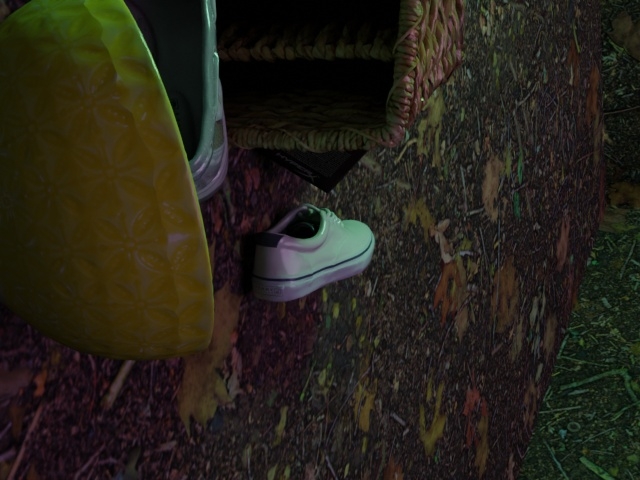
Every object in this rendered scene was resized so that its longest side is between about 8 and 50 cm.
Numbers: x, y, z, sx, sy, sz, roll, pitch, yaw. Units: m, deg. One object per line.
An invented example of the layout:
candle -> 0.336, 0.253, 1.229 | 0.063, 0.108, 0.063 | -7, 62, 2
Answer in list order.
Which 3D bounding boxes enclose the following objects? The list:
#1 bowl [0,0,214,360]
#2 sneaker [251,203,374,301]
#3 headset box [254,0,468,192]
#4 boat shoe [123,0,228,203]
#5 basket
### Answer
bowl -> -0.200, -0.033, 0.835 | 0.156, 0.289, 0.289 | -17, 118, -19
sneaker -> 0.000, 0.000, 1.432 | 0.258, 0.094, 0.091 | -31, 127, -62
headset box -> 0.060, -0.222, 1.301 | 0.293, 0.110, 0.218 | -44, -161, 53
boat shoe -> -0.137, -0.189, 0.939 | 0.103, 0.118, 0.320 | 123, -42, -74
basket -> -0.039, -0.216, 1.030 | 0.223, 0.299, 0.213 | -50, 139, -54
